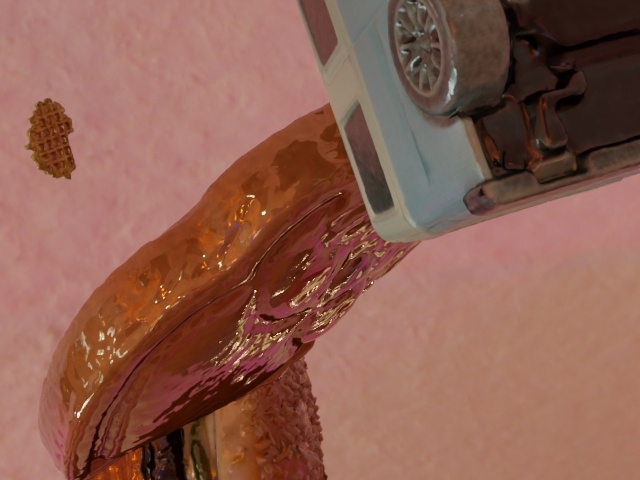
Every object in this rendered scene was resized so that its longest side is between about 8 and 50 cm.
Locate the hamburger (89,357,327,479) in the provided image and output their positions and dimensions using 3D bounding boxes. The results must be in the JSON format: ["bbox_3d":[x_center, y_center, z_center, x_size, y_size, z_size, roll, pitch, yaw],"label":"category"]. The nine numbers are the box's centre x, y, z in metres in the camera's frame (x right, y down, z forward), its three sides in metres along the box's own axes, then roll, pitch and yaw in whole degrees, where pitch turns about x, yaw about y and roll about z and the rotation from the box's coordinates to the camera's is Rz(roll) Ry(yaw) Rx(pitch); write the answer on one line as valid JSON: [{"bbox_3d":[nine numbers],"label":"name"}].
[{"bbox_3d":[-0.107,0.210,1.084,0.225,0.291,0.291,-6,149,2],"label":"hamburger"}]

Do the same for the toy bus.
[{"bbox_3d":[0.048,-0.140,0.451,0.133,0.271,0.165,-16,173,-19],"label":"toy bus"}]

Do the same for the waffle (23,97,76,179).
[{"bbox_3d":[-0.291,-0.111,1.233,0.016,0.085,0.078,-7,162,25],"label":"waffle"}]

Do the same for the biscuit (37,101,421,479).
[{"bbox_3d":[0.001,0.001,0.758,0.455,0.078,0.350,-40,164,-7],"label":"biscuit"}]
